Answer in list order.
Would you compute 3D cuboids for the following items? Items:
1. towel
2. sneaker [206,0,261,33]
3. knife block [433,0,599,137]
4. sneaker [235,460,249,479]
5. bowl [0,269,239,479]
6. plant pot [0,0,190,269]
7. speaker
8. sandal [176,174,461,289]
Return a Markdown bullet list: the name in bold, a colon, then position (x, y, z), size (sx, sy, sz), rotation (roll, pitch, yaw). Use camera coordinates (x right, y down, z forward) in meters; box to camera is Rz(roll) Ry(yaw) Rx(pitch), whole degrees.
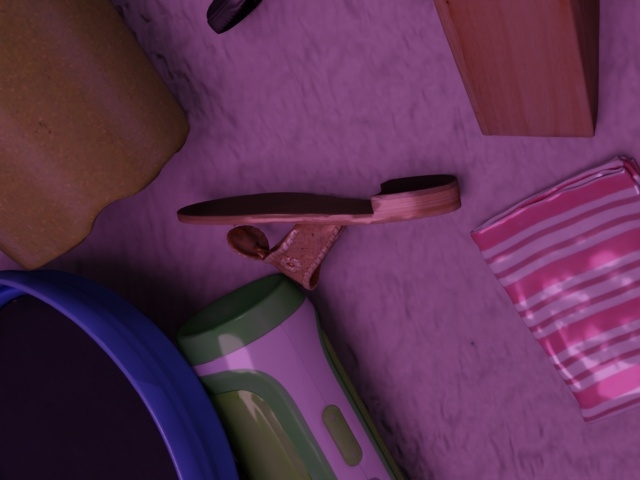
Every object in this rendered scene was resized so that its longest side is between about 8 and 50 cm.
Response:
- **towel**: position (0.224, 0.045, 0.906), size (0.144, 0.029, 0.197), rotation (-28, 99, 29)
- **sneaker**: position (-0.055, -0.247, 0.881), size (0.089, 0.051, 0.170), rotation (43, 115, 0)
- **knife block**: position (0.118, -0.170, 0.734), size (0.088, 0.242, 0.276), rotation (4, 113, 20)
- **sneaker**: position (-0.164, 0.222, 1.078), size (0.227, 0.087, 0.130), rotation (-26, 101, 47)
- **bowl**: position (-0.226, 0.209, 1.020), size (0.391, 0.077, 0.391), rotation (13, 112, 34)
- **plant pot**: position (-0.247, -0.126, 0.905), size (0.276, 0.276, 0.254), rotation (-31, 110, 29)
- **speaker**: position (-0.007, 0.182, 0.997), size (0.131, 0.131, 0.297), rotation (-23, 102, 27)
- **sandal**: position (-0.002, 0.002, 0.941), size (0.240, 0.088, 0.079), rotation (-6, 103, 18)
